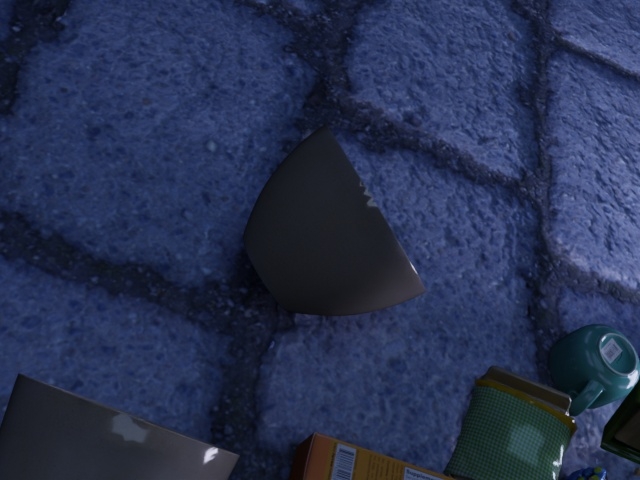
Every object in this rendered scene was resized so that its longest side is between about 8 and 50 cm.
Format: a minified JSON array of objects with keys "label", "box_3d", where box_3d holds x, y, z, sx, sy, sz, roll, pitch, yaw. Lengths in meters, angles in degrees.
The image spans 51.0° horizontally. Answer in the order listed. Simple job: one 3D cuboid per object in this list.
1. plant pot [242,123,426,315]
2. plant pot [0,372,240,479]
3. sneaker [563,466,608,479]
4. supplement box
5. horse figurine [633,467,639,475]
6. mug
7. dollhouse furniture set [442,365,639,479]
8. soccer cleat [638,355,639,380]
[{"label":"plant pot","box_3d":[0.000,0.000,0.986,0.191,0.284,0.284,-31,72,5]},{"label":"plant pot","box_3d":[-0.254,0.315,0.705,0.257,0.256,0.274,23,72,-8]},{"label":"sneaker","box_3d":[0.392,0.424,1.000,0.078,0.067,0.188,45,50,-19]},{"label":"supplement box","box_3d":[0.078,0.337,0.906,0.234,0.078,0.080,23,52,-9]},{"label":"horse figurine","box_3d":[0.596,0.403,1.077,0.175,0.066,0.263,-2,70,-11]},{"label":"mug","box_3d":[0.467,0.218,1.122,0.130,0.097,0.157,13,57,-15]},{"label":"dollhouse furniture set","box_3d":[0.356,0.289,0.952,0.302,0.151,0.197,21,52,13]},{"label":"soccer cleat","box_3d":[0.685,0.222,1.221,0.318,0.108,0.116,5,38,-17]}]
